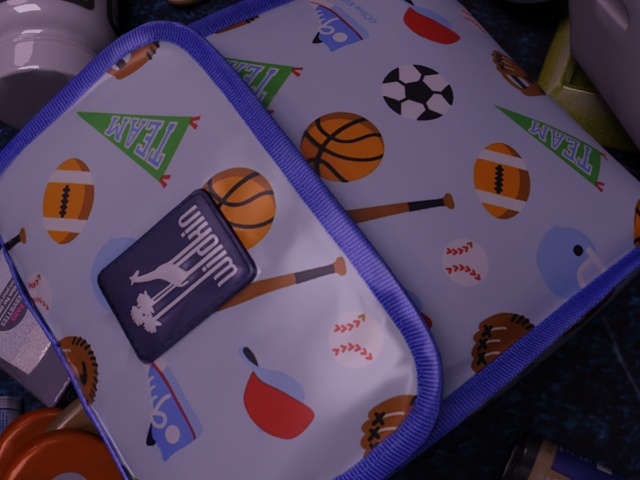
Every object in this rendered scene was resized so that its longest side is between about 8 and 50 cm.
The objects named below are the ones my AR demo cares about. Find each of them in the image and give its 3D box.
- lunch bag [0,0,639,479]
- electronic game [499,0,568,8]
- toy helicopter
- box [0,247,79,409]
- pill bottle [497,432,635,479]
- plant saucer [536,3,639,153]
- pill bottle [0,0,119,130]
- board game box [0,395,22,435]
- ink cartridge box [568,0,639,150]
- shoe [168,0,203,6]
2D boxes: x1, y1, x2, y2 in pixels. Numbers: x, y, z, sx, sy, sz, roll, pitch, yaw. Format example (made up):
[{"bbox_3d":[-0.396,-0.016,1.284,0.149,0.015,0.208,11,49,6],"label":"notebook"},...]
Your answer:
[{"bbox_3d":[0.000,0.000,0.490,0.385,0.239,0.328,-29,70,-21],"label":"lunch bag"},{"bbox_3d":[0.256,-0.338,0.682,0.229,0.048,0.229,-21,57,38],"label":"electronic game"},{"bbox_3d":[-0.078,0.162,0.579,0.355,0.140,0.235,-43,105,-25],"label":"toy helicopter"},{"bbox_3d":[-0.212,0.031,0.686,0.163,0.142,0.247,27,80,24],"label":"box"},{"bbox_3d":[0.224,0.237,0.477,0.219,0.123,0.123,21,78,22],"label":"pill bottle"},{"bbox_3d":[0.311,-0.177,0.647,0.188,0.045,0.188,17,77,23],"label":"plant saucer"},{"bbox_3d":[-0.331,-0.283,0.831,0.161,0.161,0.283,-14,67,13],"label":"pill bottle"},{"bbox_3d":[-0.418,0.233,0.724,0.194,0.060,0.194,-17,67,11],"label":"board game box"},{"bbox_3d":[0.364,-0.179,0.491,0.306,0.131,0.226,-12,39,8],"label":"ink cartridge box"},{"bbox_3d":[-0.118,-0.383,0.856,0.219,0.058,0.076,-40,64,1],"label":"shoe"}]
